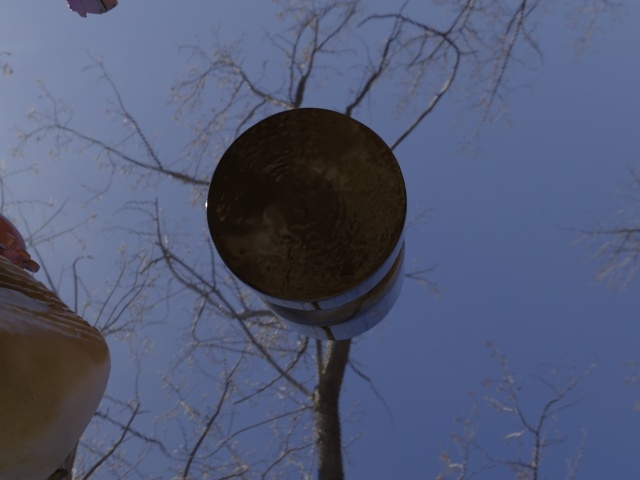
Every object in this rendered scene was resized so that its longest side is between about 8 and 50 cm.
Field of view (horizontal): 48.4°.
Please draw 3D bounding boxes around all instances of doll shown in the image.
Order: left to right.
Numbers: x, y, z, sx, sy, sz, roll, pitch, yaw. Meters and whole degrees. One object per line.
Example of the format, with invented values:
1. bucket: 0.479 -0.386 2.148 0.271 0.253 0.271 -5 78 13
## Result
1. doll: -0.602 -0.020 1.222 0.262 0.211 0.093 37 -120 -21

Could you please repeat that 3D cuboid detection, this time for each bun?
1. bun: -0.208 0.062 0.345 0.193 0.178 0.128 30 -91 -46

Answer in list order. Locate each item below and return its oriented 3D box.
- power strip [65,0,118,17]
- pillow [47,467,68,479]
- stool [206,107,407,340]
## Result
1. power strip: -0.457 -0.517 1.243 0.109 0.279 0.038 15 -122 29
2. pillow: -0.594 0.393 1.163 0.228 0.326 0.101 -51 -43 -31
3. stool: 0.000 0.000 0.739 0.179 0.264 0.179 -2 -106 5
